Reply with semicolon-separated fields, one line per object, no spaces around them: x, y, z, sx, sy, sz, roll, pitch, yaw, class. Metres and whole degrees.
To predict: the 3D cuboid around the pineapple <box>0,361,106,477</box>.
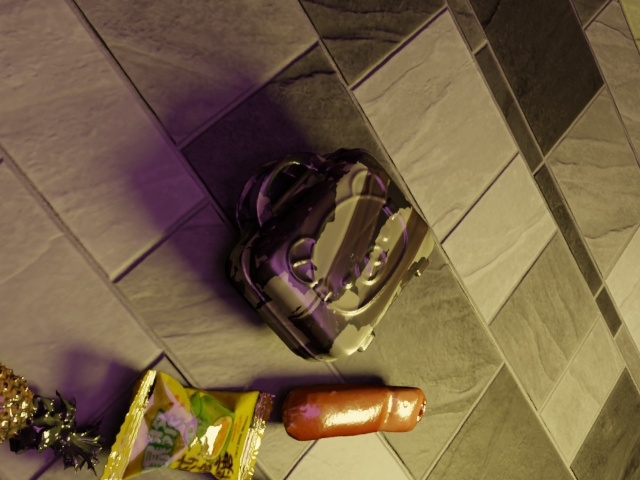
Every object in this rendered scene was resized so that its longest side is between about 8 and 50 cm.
-0.411;0.249;0.920;0.251;0.125;0.125;40;66;-34;pineapple

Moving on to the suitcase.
0.000;0.000;1.172;0.339;0.194;0.352;50;61;-17;suitcase

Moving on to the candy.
-0.206;0.321;1.080;0.297;0.081;0.187;27;73;-44;candy

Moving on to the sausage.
0.069;0.327;1.268;0.348;0.094;0.097;8;97;-37;sausage
